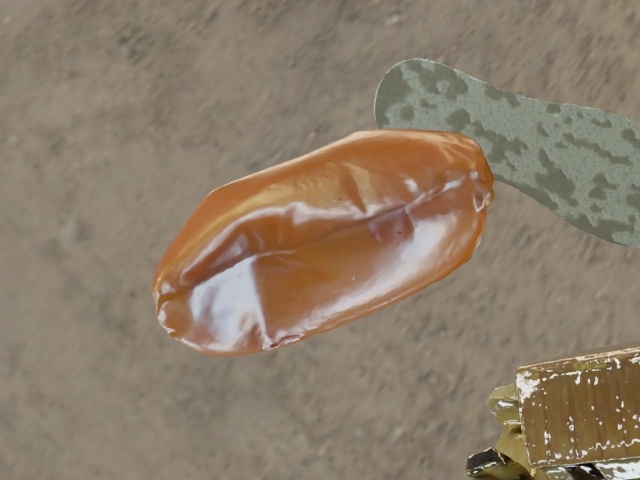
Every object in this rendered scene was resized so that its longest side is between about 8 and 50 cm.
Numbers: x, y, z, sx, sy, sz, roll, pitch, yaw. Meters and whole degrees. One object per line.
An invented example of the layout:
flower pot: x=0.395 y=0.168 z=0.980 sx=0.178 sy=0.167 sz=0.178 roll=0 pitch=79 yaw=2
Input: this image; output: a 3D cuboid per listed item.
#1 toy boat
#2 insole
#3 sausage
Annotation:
toy boat: x=0.243 y=0.109 z=1.155 sx=0.445 sy=0.136 sz=0.162 roll=-10 pitch=127 yaw=48
insole: x=0.119 y=-0.046 z=1.054 sx=0.193 sy=0.006 sz=0.065 roll=21 pitch=85 yaw=8
sausage: x=0.000 y=0.000 z=0.968 sx=0.179 sy=0.089 sz=0.089 roll=-20 pitch=113 yaw=-10
